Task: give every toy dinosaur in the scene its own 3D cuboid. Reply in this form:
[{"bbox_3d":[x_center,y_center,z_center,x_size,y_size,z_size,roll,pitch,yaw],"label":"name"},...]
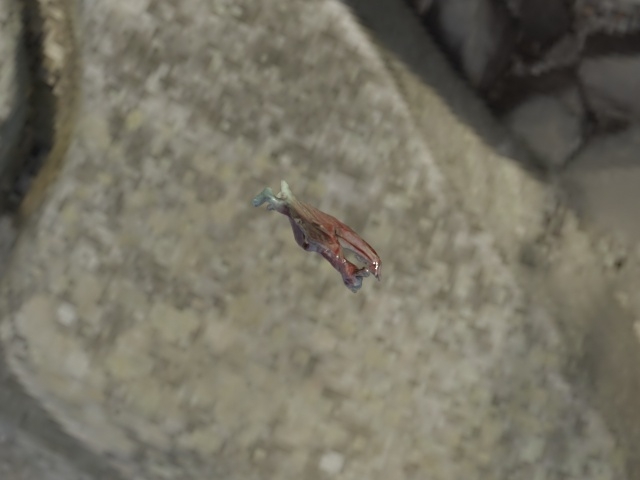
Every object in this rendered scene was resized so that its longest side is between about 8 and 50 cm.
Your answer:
[{"bbox_3d":[0.001,-0.001,1.393,0.108,0.032,0.220,44,-174,14],"label":"toy dinosaur"}]
